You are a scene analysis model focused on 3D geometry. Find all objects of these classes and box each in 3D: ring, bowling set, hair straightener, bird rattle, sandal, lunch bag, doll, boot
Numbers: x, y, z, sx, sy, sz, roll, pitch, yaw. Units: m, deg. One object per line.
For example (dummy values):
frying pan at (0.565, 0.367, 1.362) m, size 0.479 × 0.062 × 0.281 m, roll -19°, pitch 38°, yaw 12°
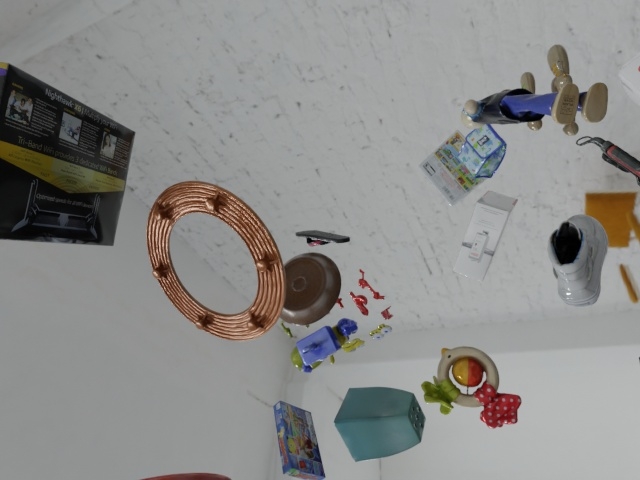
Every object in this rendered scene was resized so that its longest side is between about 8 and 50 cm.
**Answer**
ring at (-0.216, 0.052, 0.792) m, size 0.032 × 0.337 × 0.336 m, roll -40°, pitch -64°, yaw -55°
bowling set at (0.629, -0.389, 1.196) m, size 0.287 × 0.200 × 0.154 m, roll 37°, pitch -131°, yaw -43°
hair straightener at (0.598, -0.131, 0.792) m, size 0.231 × 0.047 × 0.089 m, roll 38°, pitch -160°, yaw 17°
bird rattle at (0.412, 0.398, 1.137) m, size 0.143 × 0.254 × 0.206 m, roll 27°, pitch -115°, yaw -55°
sandal at (0.000, 0.000, 1.114) m, size 0.067 × 0.179 × 0.040 m, roll -16°, pitch -69°, yaw -47°
lunch bag at (0.551, -0.305, 1.394) m, size 0.151 × 0.097 × 0.128 m, roll 111°, pitch 146°, yaw -46°
doll at (0.235, -0.161, 0.504) m, size 0.189 × 0.129 × 0.046 m, roll -139°, pitch 45°, yaw -70°
boot at (0.517, 0.001, 0.830) m, size 0.123 × 0.095 × 0.258 m, roll 57°, pitch -137°, yaw -28°

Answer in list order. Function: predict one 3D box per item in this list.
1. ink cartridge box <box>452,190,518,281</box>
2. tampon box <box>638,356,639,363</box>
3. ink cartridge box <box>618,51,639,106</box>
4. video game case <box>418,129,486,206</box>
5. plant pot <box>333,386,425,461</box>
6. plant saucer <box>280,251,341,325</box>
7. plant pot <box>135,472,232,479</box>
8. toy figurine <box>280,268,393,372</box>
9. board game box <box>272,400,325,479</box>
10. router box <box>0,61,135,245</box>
ink cartridge box at (0.605, -0.020, 1.517) m, size 0.207 × 0.117 × 0.282 m, roll -30°, pitch -43°, yaw -53°
tampon box at (1.076, 0.396, 1.229) m, size 0.101 × 0.121 × 0.161 m, roll 66°, pitch 169°, yaw -18°
ink cartridge box at (0.645, -0.228, 0.620) m, size 0.115 × 0.198 × 0.272 m, roll 12°, pitch -134°, yaw -44°
video game case at (0.529, -0.283, 1.622) m, size 0.026 × 0.206 × 0.226 m, roll 2°, pitch -130°, yaw -55°
plant pot at (0.202, 0.574, 1.316) m, size 0.165 × 0.235 × 0.166 m, roll 64°, pitch -151°, yaw -11°
plant saucer at (-0.046, 0.113, 1.040) m, size 0.036 × 0.199 × 0.198 m, roll 46°, pitch -141°, yaw -54°
plant pot at (-0.280, 0.575, 0.716) m, size 0.275 × 0.275 × 0.243 m, roll 49°, pitch -161°, yaw -47°
toy figurine at (-0.014, 0.243, 1.072) m, size 0.217 × 0.363 × 0.191 m, roll -12°, pitch -108°, yaw -60°
board game box at (-0.063, 0.573, 1.182) m, size 0.136 × 0.035 × 0.201 m, roll 36°, pitch -161°, yaw -33°
router box at (-0.455, -0.119, 0.699) m, size 0.309 × 0.081 × 0.242 m, roll 26°, pitch -105°, yaw -82°
